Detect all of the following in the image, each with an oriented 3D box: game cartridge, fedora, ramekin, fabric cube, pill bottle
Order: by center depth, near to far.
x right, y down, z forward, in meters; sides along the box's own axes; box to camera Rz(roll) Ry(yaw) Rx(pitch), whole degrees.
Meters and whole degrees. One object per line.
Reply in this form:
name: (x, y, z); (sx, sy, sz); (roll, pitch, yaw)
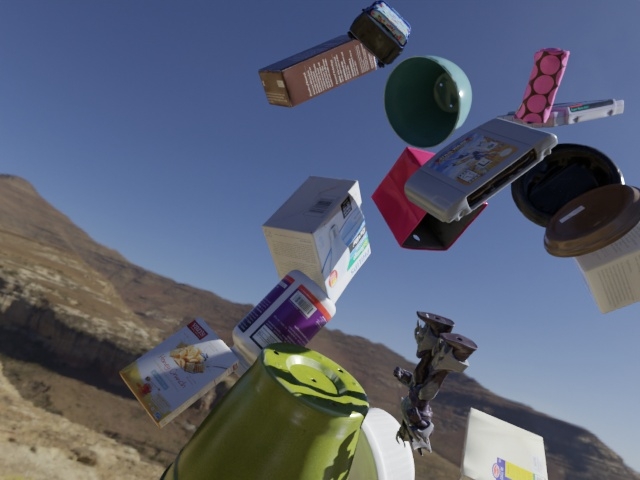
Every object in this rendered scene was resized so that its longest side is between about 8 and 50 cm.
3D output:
game cartridge: (0.341, -0.166, 1.102); (0.062, 0.297, 0.198); (58, -7, -37)
ramekin: (0.120, 0.546, 1.230); (0.127, 0.273, 0.272); (-2, -4, -28)
pill bottle: (-0.121, 0.250, 1.399); (0.181, 0.323, 0.181); (43, -12, 11)
fedora: (0.787, -0.153, 1.604); (0.333, 0.335, 0.152); (13, -19, 17)
game cartridge: (0.788, -0.418, 1.621); (0.354, 0.068, 0.230); (-15, 12, -26)
fabric cube: (0.387, -0.143, 1.798); (0.253, 0.258, 0.259); (4, -45, -35)

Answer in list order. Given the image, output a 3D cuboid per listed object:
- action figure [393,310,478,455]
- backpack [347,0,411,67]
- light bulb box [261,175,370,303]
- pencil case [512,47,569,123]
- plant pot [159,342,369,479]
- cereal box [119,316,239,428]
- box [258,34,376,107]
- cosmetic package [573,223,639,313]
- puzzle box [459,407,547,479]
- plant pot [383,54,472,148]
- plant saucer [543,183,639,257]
action figure: (0.201, 0.292, 0.982); (0.099, 0.285, 0.185); (11, 19, -15)
backpack: (0.175, -0.593, 1.387); (0.158, 0.173, 0.117); (40, -50, -12)
light bulb box: (0.000, 0.000, 1.900); (0.225, 0.358, 0.361); (11, -47, 31)
pencil case: (0.626, -0.439, 1.406); (0.098, 0.210, 0.095); (12, 24, 6)
plant pot: (-0.083, 0.412, 0.980); (0.366, 0.353, 0.366); (27, 9, -5)
cereal box: (-0.349, 0.322, 1.236); (0.173, 0.240, 0.047); (40, -32, 25)
box: (-0.008, -0.614, 1.772); (0.191, 0.381, 0.143); (31, -36, 55)
cosmetic package: (1.069, 0.031, 1.575); (0.452, 0.162, 0.230); (-26, -58, 19)
puzzle box: (0.618, 0.742, 1.667); (0.271, 0.052, 0.409); (20, 18, 16)
plant pot: (0.381, -0.472, 1.627); (0.290, 0.195, 0.291); (28, -48, 36)
plant saucer: (0.717, -0.060, 1.310); (0.041, 0.278, 0.277); (49, -22, -11)
